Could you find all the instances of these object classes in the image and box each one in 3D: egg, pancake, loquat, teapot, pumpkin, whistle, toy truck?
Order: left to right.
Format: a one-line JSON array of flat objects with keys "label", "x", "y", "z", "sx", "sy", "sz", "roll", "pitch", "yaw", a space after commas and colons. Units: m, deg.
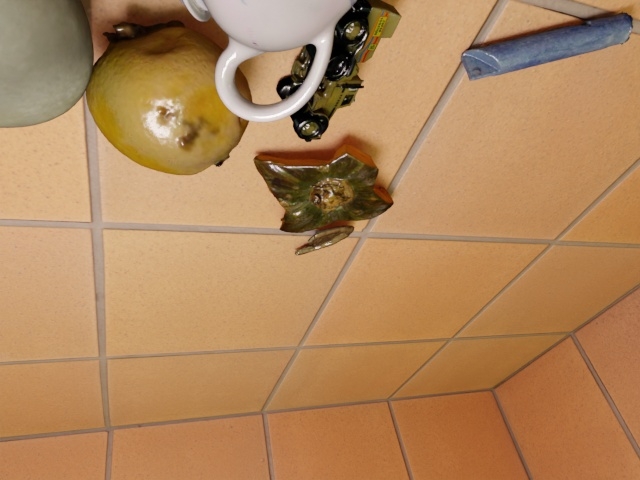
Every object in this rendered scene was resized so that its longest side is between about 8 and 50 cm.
[{"label": "egg", "x": -0.435, "y": -0.281, "z": 0.548, "sx": 0.259, "sy": 0.258, "sz": 0.352, "roll": -24, "pitch": 142, "yaw": 12}, {"label": "loquat", "x": -0.232, "y": -0.220, "z": 0.739, "sx": 0.244, "sy": 0.243, "sz": 0.243, "roll": -9, "pitch": 144, "yaw": -7}, {"label": "teapot", "x": -0.092, "y": -0.356, "z": 0.577, "sx": 0.280, "sy": 0.252, "sz": 0.423, "roll": -2, "pitch": 116, "yaw": 8}, {"label": "pancake", "x": 0.000, "y": 0.000, "z": 1.212, "sx": 0.184, "sy": 0.020, "sz": 0.190, "roll": -20, "pitch": 169, "yaw": 15}, {"label": "pumpkin", "x": 0.024, "y": -0.114, "z": 1.065, "sx": 0.291, "sy": 0.095, "sz": 0.258, "roll": -11, "pitch": 148, "yaw": 1}, {"label": "toy truck", "x": 0.020, "y": -0.294, "z": 0.807, "sx": 0.127, "sy": 0.127, "sz": 0.257, "roll": -7, "pitch": 147, "yaw": -35}, {"label": "whistle", "x": 0.419, "y": -0.361, "z": 0.899, "sx": 0.305, "sy": 0.062, "sz": 0.062, "roll": -14, "pitch": 144, "yaw": 0}]
